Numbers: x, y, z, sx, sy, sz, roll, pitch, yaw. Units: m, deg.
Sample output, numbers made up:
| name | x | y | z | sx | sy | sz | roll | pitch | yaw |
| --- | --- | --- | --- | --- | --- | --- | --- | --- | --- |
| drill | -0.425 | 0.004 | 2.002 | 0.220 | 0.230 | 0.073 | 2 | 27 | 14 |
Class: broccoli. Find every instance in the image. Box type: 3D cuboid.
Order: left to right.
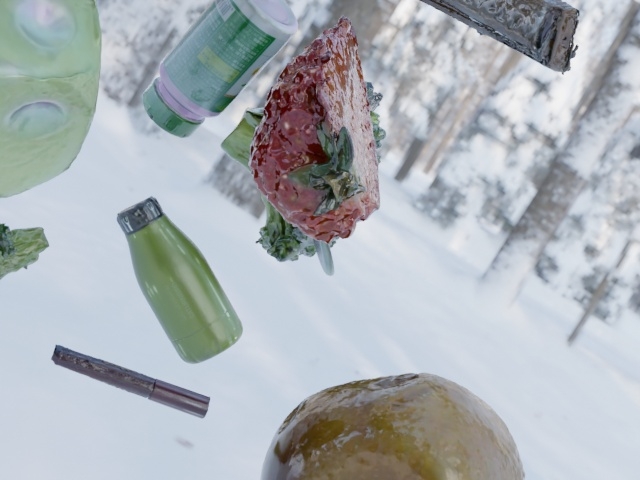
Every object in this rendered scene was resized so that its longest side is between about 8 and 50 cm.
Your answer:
| name | x | y | z | sx | sy | sz | roll | pitch | yaw |
| --- | --- | --- | --- | --- | --- | --- | --- | --- | --- |
| broccoli | -0.388 | 0.024 | 1.254 | 0.160 | 0.167 | 0.154 | -20 | 9 | -36 |
| broccoli | -0.005 | -0.129 | 1.844 | 0.272 | 0.324 | 0.334 | 45 | 46 | -21 |

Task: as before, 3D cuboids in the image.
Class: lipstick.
| name | x | y | z | sx | sy | sz | roll | pitch | yaw |
| --- | --- | --- | --- | --- | --- | --- | --- | --- | --- |
| lipstick | -0.205 | 0.152 | 1.196 | 0.177 | 0.027 | 0.027 | 21 | 8 | -10 |

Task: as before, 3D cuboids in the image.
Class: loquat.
| name | x | y | z | sx | sy | sz | roll | pitch | yaw |
| --- | --- | --- | --- | --- | --- | --- | --- | --- | --- |
| loquat | 0.073 | 0.275 | 1.115 | 0.276 | 0.276 | 0.283 | 21 | 55 | -59 |

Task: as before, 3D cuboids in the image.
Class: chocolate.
| name | x | y | z | sx | sy | sz | roll | pitch | yaw |
| --- | --- | --- | --- | --- | --- | --- | --- | --- | --- |
| chocolate | 0.205 | -0.310 | 1.424 | 0.065 | 0.102 | 0.329 | -8 | 33 | -32 |

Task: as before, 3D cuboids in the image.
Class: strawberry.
| name | x | y | z | sx | sy | sz | roll | pitch | yaw |
| --- | --- | --- | --- | --- | --- | --- | --- | --- | --- |
| strawberry | -0.012 | -0.094 | 0.978 | 0.107 | 0.175 | 0.236 | -11 | 16 | 10 |

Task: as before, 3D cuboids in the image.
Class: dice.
| name | x | y | z | sx | sy | sz | roll | pitch | yaw |
| --- | --- | --- | --- | --- | --- | --- | --- | --- | --- |
| dice | -0.370 | -0.196 | 1.101 | 0.250 | 0.254 | 0.252 | -4 | 66 | -30 |

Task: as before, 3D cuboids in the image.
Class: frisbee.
| name | x | y | z | sx | sy | sz | roll | pitch | yaw |
| --- | --- | --- | --- | --- | --- | --- | --- | --- | --- |
| frisbee | 0.000 | 0.000 | 1.632 | 0.110 | 0.014 | 0.110 | 166 | -90 | -85 |

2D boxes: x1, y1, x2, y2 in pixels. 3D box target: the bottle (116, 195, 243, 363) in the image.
| name | x | y | z | sx | sy | sz | roll | pitch | yaw |
| --- | --- | --- | --- | --- | --- | --- | --- | --- | --- |
| bottle | -0.223 | 0.058 | 1.713 | 0.260 | 0.112 | 0.112 | 62 | 1 | -11 |

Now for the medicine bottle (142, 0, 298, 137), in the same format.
| name | x | y | z | sx | sy | sz | roll | pitch | yaw |
| --- | --- | --- | --- | --- | --- | --- | --- | --- | --- |
| medicine bottle | -0.170 | -0.292 | 1.797 | 0.133 | 0.274 | 0.133 | 36 | 28 | -23 |
